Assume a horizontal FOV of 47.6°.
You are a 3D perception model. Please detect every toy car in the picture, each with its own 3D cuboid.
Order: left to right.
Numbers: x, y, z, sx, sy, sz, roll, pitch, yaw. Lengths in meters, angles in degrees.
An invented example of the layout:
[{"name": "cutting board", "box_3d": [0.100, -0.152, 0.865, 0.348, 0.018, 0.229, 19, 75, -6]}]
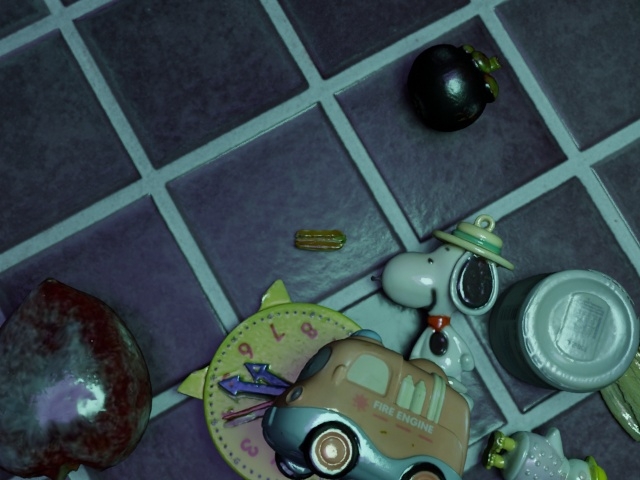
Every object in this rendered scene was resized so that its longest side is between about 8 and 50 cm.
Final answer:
[{"name": "toy car", "box_3d": [0.069, 0.235, 0.962, 0.270, 0.180, 0.212, 25, 67, -7]}]

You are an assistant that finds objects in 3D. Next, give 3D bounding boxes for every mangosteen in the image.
[{"name": "mangosteen", "box_3d": [0.212, -0.246, 1.128, 0.151, 0.137, 0.137, -29, 85, 1]}]

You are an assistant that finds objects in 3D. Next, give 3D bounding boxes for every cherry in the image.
[{"name": "cherry", "box_3d": [-0.353, 0.200, 1.006, 0.230, 0.203, 0.300, -8, 82, 0]}]

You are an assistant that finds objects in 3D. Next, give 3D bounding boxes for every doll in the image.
[{"name": "doll", "box_3d": [0.207, 0.116, 1.092, 0.208, 0.144, 0.271, -21, 82, 13]}, {"name": "doll", "box_3d": [0.343, 0.344, 1.086, 0.207, 0.081, 0.129, 20, 101, -2]}]

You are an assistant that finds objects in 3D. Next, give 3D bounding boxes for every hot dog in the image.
[{"name": "hot dog", "box_3d": [0.000, 0.000, 1.141, 0.083, 0.021, 0.037, 4, 62, 0]}]

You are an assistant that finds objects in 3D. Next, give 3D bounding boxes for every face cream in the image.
[{"name": "face cream", "box_3d": [0.357, 0.134, 1.076, 0.177, 0.153, 0.177, 1, 82, -5]}]

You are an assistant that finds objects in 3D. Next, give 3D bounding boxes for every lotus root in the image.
[{"name": "lotus root", "box_3d": [0.510, 0.209, 1.113, 0.135, 0.095, 0.159, 52, 123, 9]}]

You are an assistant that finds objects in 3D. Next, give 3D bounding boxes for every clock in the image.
[{"name": "clock", "box_3d": [-0.036, 0.225, 1.063, 0.293, 0.071, 0.277, 35, 77, 7]}]
